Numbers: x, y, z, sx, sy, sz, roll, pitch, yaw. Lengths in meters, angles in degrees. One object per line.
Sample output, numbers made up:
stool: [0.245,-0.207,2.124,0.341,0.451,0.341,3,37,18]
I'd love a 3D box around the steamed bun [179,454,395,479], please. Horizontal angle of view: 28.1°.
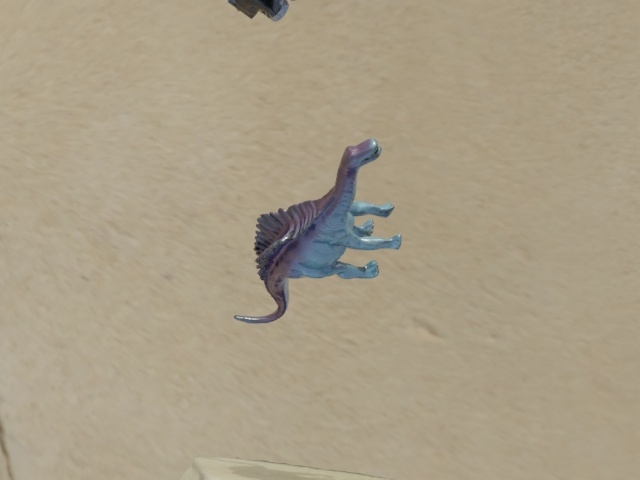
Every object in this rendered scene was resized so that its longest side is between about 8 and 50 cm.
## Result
steamed bun: [0.009,0.244,0.867,0.242,0.146,0.164,11,85,-10]

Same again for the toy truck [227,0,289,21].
toy truck: [-0.031,-0.226,0.995,0.052,0.063,0.123,32,112,-31]

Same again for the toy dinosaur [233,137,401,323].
toy dinosaur: [0.000,0.000,0.781,0.080,0.197,0.045,8,54,-24]
